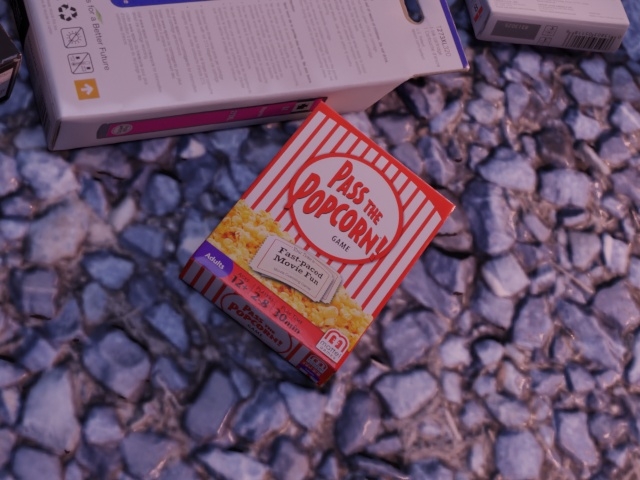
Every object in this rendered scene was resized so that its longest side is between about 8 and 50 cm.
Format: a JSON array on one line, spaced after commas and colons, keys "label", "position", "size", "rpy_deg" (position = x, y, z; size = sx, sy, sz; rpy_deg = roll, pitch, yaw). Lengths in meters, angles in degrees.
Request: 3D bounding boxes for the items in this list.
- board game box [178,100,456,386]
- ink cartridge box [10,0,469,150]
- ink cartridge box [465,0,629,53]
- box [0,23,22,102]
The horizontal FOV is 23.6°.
[{"label": "board game box", "position": [0.000, 0.000, 1.256], "size": [0.147, 0.045, 0.193], "rpy_deg": [37, 60, -1]}, {"label": "ink cartridge box", "position": [-0.069, -0.188, 1.305], "size": [0.371, 0.069, 0.176], "rpy_deg": [-10, 70, -21]}, {"label": "ink cartridge box", "position": [0.199, -0.258, 1.458], "size": [0.145, 0.045, 0.179], "rpy_deg": [3, 48, -18]}, {"label": "box", "position": [-0.421, -0.156, 1.157], "size": [0.307, 0.076, 0.242], "rpy_deg": [-30, 79, -28]}]
